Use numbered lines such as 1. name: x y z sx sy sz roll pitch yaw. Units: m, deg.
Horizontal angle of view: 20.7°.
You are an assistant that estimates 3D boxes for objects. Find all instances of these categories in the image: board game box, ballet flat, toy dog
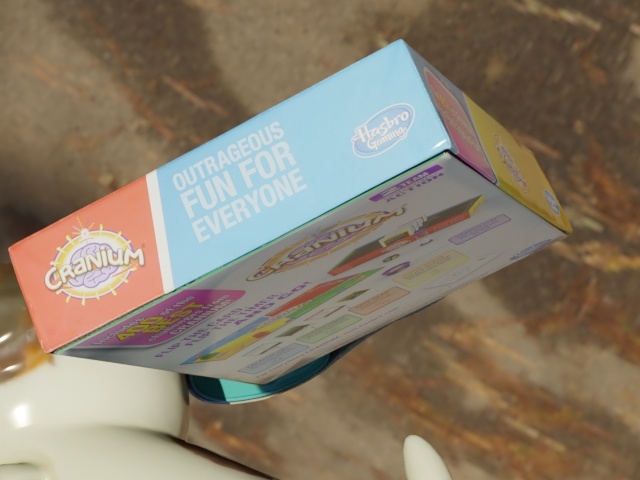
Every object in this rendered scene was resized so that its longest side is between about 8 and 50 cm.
1. board game box: 0.000 0.000 1.025 0.064 0.242 0.316 67 -167 15
2. ballet flat: -0.001 0.059 1.432 0.086 0.248 0.086 157 90 -85
3. toy dog: -0.143 0.198 1.209 0.408 0.395 0.284 50 -167 32
